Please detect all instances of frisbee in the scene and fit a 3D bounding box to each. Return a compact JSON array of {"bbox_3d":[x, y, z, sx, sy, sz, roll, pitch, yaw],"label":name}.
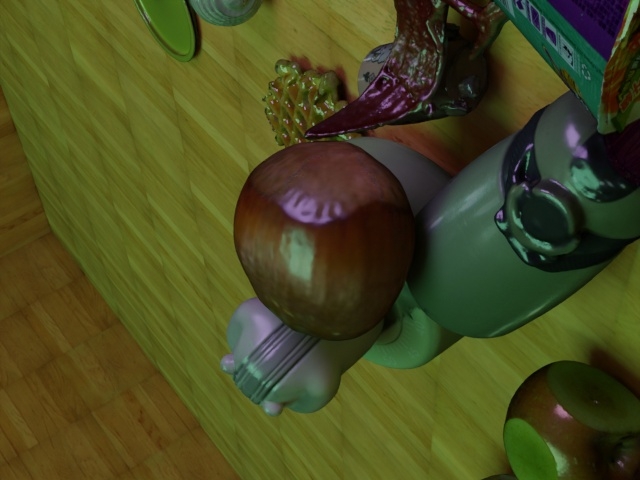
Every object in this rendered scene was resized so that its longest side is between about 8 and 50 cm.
[{"bbox_3d":[-0.265,-0.404,1.726,0.236,0.017,0.236,47,156,29],"label":"frisbee"}]

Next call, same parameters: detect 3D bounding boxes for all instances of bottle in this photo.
[{"bbox_3d":[0.204,-0.025,0.979,0.168,0.168,0.347,56,156,8],"label":"bottle"},{"bbox_3d":[0.116,-0.171,1.095,0.152,0.099,0.099,2,120,57],"label":"bottle"}]

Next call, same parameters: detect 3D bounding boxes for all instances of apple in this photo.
[{"bbox_3d":[0.287,0.216,1.134,0.147,0.146,0.163,-148,49,-63],"label":"apple"}]

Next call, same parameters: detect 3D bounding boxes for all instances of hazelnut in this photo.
[{"bbox_3d":[0.000,0.000,1.069,0.214,0.176,0.214,-178,90,-65],"label":"hazelnut"}]

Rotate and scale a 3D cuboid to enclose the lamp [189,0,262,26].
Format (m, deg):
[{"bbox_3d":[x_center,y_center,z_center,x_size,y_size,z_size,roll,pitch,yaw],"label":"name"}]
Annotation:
[{"bbox_3d":[-0.145,-0.359,1.419,0.193,0.106,0.106,50,159,48],"label":"lamp"}]

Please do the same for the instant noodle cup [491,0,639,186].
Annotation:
[{"bbox_3d":[0.218,-0.186,0.659,0.190,0.251,0.251,53,159,39],"label":"instant noodle cup"}]

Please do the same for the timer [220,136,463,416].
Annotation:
[{"bbox_3d":[0.016,0.078,1.251,0.291,0.315,0.291,33,147,24],"label":"timer"}]

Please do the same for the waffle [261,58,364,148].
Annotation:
[{"bbox_3d":[0.001,-0.137,1.448,0.238,0.059,0.243,16,130,65],"label":"waffle"}]

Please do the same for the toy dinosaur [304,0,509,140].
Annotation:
[{"bbox_3d":[0.073,-0.233,0.973,0.327,0.113,0.206,-40,68,50],"label":"toy dinosaur"}]

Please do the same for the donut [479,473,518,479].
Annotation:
[{"bbox_3d":[0.308,0.476,1.429,0.382,0.142,0.382,46,155,29],"label":"donut"}]
